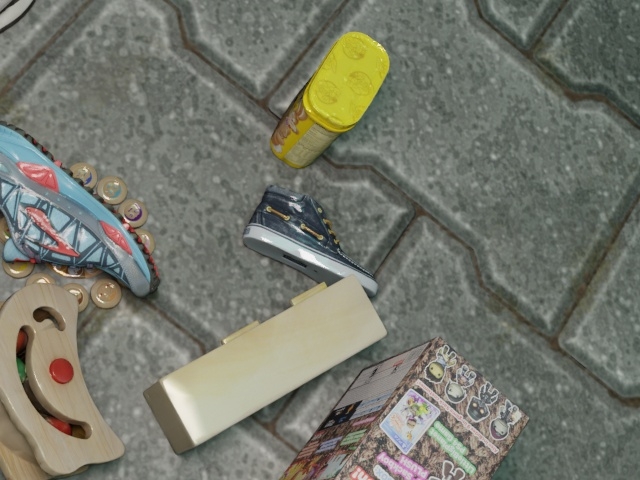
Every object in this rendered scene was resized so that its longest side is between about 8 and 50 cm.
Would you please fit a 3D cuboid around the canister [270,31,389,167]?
[{"bbox_3d":[0.007,-0.168,1.439,0.073,0.170,0.126,33,66,-8],"label":"canister"}]

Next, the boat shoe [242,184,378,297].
[{"bbox_3d":[0.000,0.000,1.445,0.183,0.065,0.083,27,69,-10],"label":"boat shoe"}]

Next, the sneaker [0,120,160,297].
[{"bbox_3d":[-0.301,-0.010,1.323,0.262,0.104,0.125,41,83,0],"label":"sneaker"}]

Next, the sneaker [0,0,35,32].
[{"bbox_3d":[-0.402,-0.323,1.287,0.169,0.257,0.448,27,67,-11],"label":"sneaker"}]

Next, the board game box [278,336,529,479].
[{"bbox_3d":[0.058,0.276,1.295,0.141,0.232,0.291,42,66,-5],"label":"board game box"}]

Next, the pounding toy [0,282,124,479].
[{"bbox_3d":[-0.341,0.149,1.277,0.270,0.155,0.154,59,36,-7],"label":"pounding toy"}]

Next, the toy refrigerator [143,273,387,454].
[{"bbox_3d":[-0.066,0.140,1.361,0.269,0.102,0.094,-27,85,-24],"label":"toy refrigerator"}]

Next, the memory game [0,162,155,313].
[{"bbox_3d":[-0.287,-0.003,1.371,0.186,0.012,0.186,6,73,-19],"label":"memory game"}]
